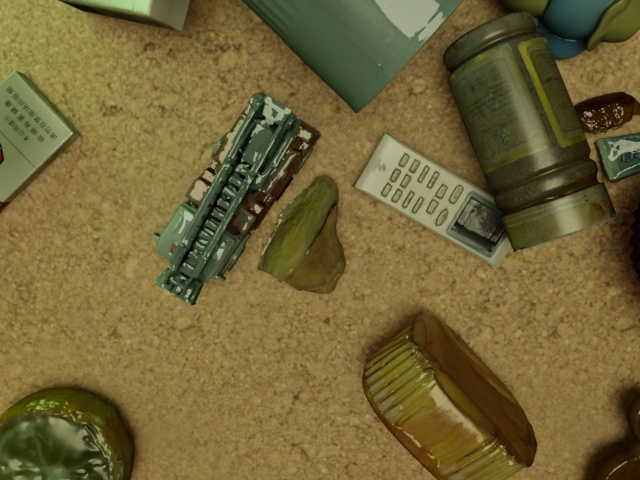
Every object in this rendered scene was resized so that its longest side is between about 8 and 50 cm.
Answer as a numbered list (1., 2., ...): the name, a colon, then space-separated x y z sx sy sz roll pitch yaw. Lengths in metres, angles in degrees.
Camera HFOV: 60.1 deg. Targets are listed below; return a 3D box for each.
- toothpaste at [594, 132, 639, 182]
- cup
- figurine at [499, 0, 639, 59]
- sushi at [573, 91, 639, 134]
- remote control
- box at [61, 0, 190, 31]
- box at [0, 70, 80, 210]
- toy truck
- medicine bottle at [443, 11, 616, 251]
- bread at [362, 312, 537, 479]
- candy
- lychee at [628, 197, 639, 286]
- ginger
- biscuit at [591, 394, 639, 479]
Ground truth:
1. toothpaste: 0.595 -0.163 0.906 0.269 0.047 0.069 -14 112 6
2. cup: 0.041 -0.392 0.714 0.311 0.257 0.331 40 75 -9
3. figurine: 0.367 -0.392 0.815 0.262 0.153 0.180 38 109 -10
4. sushi: 0.459 -0.203 0.893 0.121 0.052 0.055 -19 117 0
5. remote control: 0.199 -0.065 0.915 0.277 0.055 0.102 29 99 -5
6. box: -0.282 -0.401 0.797 0.243 0.067 0.155 24 102 30
7. box: -0.533 -0.145 0.914 0.245 0.035 0.139 -40 97 5
8. toy truck: -0.145 -0.061 0.851 0.133 0.184 0.338 34 97 -4
9. medicine bottle: 0.305 -0.160 0.828 0.151 0.151 0.322 -20 87 3
10. bread: 0.200 0.274 0.912 0.288 0.204 0.156 44 114 -3
11. candy: -0.456 0.384 0.964 0.260 0.118 0.259 0 94 -1
12. lychee: 0.615 0.012 0.804 0.307 0.306 0.329 8 87 -1
13. ginger: 0.000 -0.004 0.915 0.123 0.115 0.193 28 91 -26
14. biscuit: 0.648 0.344 0.976 0.432 0.064 0.283 -44 106 8
